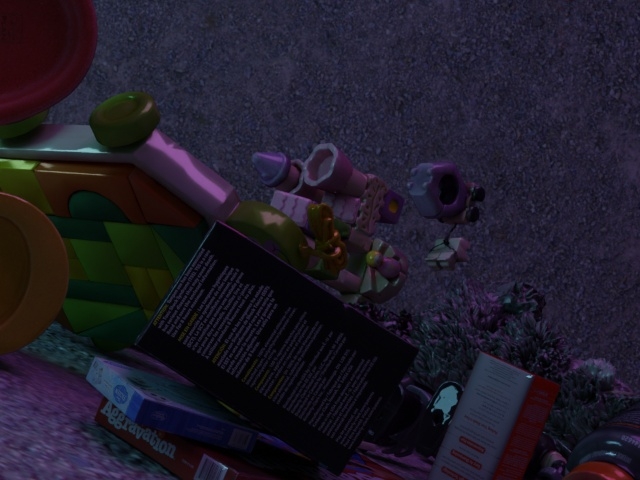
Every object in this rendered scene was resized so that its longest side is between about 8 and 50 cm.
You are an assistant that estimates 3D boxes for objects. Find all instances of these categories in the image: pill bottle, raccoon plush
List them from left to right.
[{"bbox_3d":[0.193,0.219,1.658,0.446,0.216,0.299,-10,32,-27],"label":"raccoon plush"},{"bbox_3d":[0.333,0.232,1.350,0.130,0.130,0.246,23,27,35],"label":"pill bottle"}]

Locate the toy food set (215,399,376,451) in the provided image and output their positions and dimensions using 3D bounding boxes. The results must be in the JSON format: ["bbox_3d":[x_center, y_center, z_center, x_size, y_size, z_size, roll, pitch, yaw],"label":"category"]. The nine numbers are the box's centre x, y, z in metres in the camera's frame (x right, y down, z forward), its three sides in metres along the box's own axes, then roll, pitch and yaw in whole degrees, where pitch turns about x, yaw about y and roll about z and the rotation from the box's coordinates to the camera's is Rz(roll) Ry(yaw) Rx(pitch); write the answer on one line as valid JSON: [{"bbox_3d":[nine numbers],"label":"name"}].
[{"bbox_3d":[-0.019,0.126,1.129,0.128,0.071,0.218,15,-8,-11],"label":"toy food set"}]

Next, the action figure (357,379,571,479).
[{"bbox_3d":[0.167,0.212,1.392,0.185,0.099,0.285,17,-6,44],"label":"action figure"}]

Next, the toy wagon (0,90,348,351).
[{"bbox_3d":[-0.143,-0.002,1.141,0.344,0.068,0.267,6,-47,30],"label":"toy wagon"}]

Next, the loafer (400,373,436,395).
[{"bbox_3d":[0.063,0.167,1.438,0.223,0.078,0.076,25,39,-62],"label":"loafer"}]

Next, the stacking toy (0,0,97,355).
[{"bbox_3d":[-0.319,-0.085,0.988,0.280,0.309,0.130,12,-3,-24],"label":"stacking toy"}]

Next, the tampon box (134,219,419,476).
[{"bbox_3d":[-0.033,0.072,0.921,0.161,0.101,0.120,34,-6,-3],"label":"tampon box"}]

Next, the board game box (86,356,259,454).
[{"bbox_3d":[-0.100,0.110,0.893,0.090,0.020,0.090,22,2,-32],"label":"board game box"}]

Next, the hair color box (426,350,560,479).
[{"bbox_3d":[0.153,0.179,1.207,0.043,0.141,0.072,23,0,-41],"label":"hair color box"}]

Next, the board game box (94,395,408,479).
[{"bbox_3d":[-0.017,0.170,0.980,0.145,0.027,0.281,24,1,42],"label":"board game box"}]

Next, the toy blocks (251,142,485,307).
[{"bbox_3d":[0.000,0.000,1.815,0.309,0.288,0.260,-1,-24,46],"label":"toy blocks"}]
